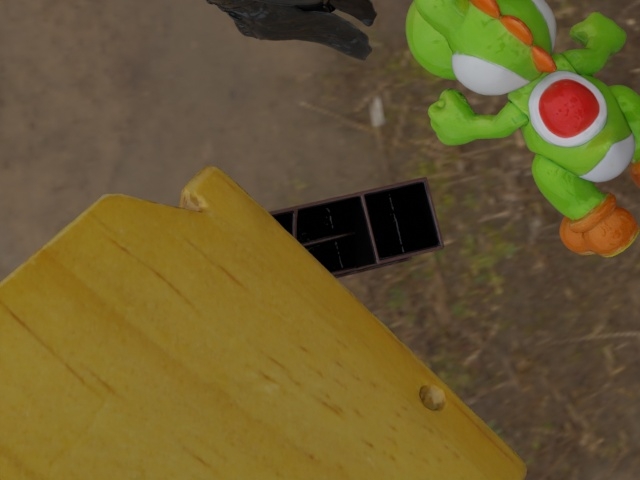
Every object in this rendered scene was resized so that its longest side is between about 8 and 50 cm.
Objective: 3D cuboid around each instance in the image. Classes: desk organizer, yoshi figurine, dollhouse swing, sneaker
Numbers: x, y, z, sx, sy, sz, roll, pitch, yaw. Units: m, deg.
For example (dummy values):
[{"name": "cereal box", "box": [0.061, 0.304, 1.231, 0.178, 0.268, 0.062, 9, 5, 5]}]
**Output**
[{"name": "desk organizer", "box": [0.000, 0.000, 0.969, 0.050, 0.130, 0.047, -16, 87, 66]}, {"name": "yoshi figurine", "box": [0.221, -0.162, 1.810, 0.203, 0.203, 0.362, -26, 115, 41]}, {"name": "dollhouse swing", "box": [-0.112, 0.215, 0.828, 0.315, 0.347, 0.305, 44, 135, -1]}, {"name": "sneaker", "box": [-0.047, -0.154, 1.049, 0.170, 0.089, 0.051, 8, 72, -1]}]
